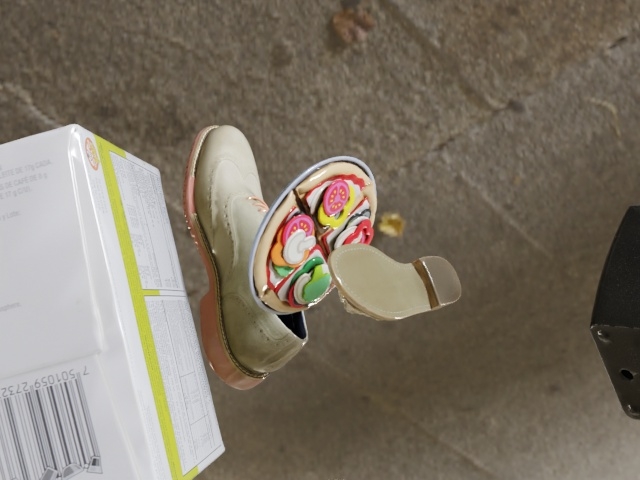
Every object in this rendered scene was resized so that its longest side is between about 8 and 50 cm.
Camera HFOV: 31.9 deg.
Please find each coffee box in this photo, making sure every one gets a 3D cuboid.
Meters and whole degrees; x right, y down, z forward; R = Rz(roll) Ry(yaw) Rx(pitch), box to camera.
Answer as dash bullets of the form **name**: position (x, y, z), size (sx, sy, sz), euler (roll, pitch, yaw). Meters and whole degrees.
- **coffee box**: position (-0.315, 0.110, 1.114), size (0.338, 0.338, 0.334), euler (-14, 177, 3)

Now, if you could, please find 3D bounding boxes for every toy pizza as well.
- **toy pizza**: position (0.000, 0.000, 1.265), size (0.201, 0.032, 0.201), euler (-33, 140, -33)

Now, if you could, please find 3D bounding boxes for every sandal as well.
- **sandal**: position (0.064, 0.060, 1.258), size (0.079, 0.088, 0.240), euler (-30, 160, 34)

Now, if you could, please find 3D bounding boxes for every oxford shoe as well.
- **oxford shoe**: position (-0.086, -0.002, 1.528), size (0.146, 0.397, 0.140), euler (-30, 149, 33)

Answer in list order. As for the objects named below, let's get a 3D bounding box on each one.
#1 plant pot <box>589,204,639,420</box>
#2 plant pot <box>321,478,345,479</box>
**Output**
- **plant pot**: position (0.379, 0.086, 1.126), size (0.187, 0.167, 0.188), euler (2, 126, 47)
- **plant pot**: position (-0.030, 0.360, 1.381), size (0.096, 0.109, 0.109), euler (11, 140, -21)
